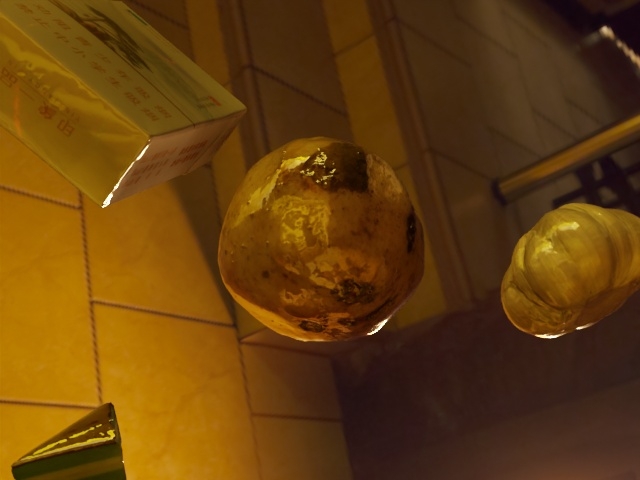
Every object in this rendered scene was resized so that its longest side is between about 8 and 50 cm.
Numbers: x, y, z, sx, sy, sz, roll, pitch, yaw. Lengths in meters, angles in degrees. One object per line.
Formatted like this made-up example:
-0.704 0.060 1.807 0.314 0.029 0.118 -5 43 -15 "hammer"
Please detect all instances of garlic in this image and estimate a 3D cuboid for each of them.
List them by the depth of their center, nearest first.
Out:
0.354 0.038 1.291 0.228 0.228 0.152 8 47 -54 "garlic"

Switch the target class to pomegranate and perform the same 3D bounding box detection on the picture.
0.000 0.000 1.214 0.281 0.281 0.281 35 42 -39 "pomegranate"

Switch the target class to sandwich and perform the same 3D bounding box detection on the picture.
-0.283 0.241 1.036 0.074 0.116 0.074 -122 -155 -57 "sandwich"

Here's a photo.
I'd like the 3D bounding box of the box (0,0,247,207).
-0.155 -0.112 0.684 0.149 0.067 0.233 42 17 0 "box"
